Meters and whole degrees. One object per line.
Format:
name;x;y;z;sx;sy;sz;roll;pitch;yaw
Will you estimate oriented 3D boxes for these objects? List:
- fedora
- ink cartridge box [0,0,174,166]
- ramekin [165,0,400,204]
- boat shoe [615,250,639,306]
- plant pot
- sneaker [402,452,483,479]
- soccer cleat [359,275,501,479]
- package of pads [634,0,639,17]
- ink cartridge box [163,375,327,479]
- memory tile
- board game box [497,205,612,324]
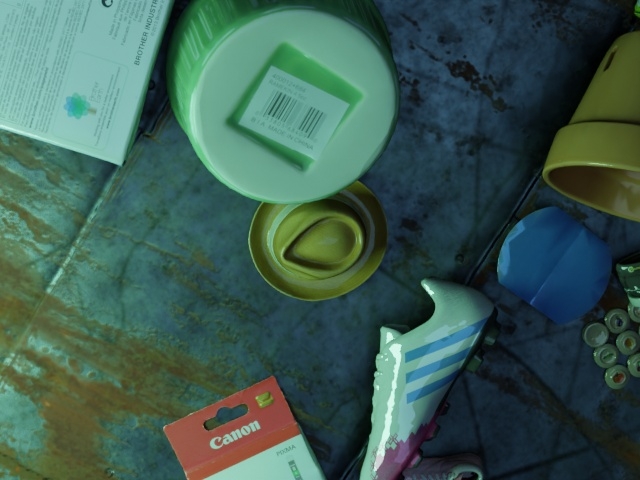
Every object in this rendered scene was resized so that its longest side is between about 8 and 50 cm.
fedora;0.000;0.000;1.845;0.194;0.079;0.194;-1;101;-4
ink cartridge box;-0.398;-0.286;1.720;0.395;0.151;0.270;17;98;-9
ramekin;-0.042;-0.194;1.728;0.303;0.148;0.303;-5;118;-9
boat shoe;0.524;0.011;1.892;0.227;0.081;0.069;-29;106;3
plant pot;0.456;-0.145;1.775;0.290;0.291;0.204;17;81;-8
sneaker;0.169;0.340;1.927;0.134;0.070;0.051;-14;103;-1
soccer cleat;0.120;0.202;1.888;0.143;0.116;0.331;31;94;6
package of pads;0.575;-0.398;1.812;0.229;0.101;0.297;21;97;-10
ink cartridge box;-0.096;0.330;1.912;0.181;0.056;0.225;-25;103;0
memory tile;0.459;0.139;1.945;0.148;0.012;0.113;-28;101;1
board game box;0.326;0.031;1.905;0.168;0.033;0.133;34;91;-15
